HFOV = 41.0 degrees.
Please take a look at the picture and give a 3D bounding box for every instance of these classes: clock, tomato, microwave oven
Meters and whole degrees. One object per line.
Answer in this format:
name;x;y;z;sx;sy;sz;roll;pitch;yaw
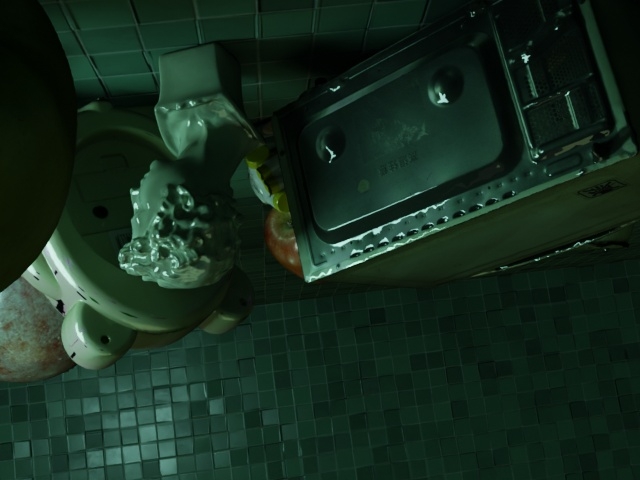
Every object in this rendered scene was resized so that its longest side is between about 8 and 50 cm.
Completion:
clock;-0.233;-0.014;1.031;0.284;0.309;0.114;-13;163;-39
tomato;-0.475;0.070;1.367;0.317;0.316;0.282;-11;150;16
microwave oven;0.196;-0.115;0.993;0.394;0.247;0.333;-23;161;34

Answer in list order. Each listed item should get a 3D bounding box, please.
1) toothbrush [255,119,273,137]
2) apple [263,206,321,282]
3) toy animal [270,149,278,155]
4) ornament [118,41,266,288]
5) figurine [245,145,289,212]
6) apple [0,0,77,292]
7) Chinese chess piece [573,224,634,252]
toothbrush;-0.050;-0.164;1.202;0.375;0.028;0.037;-14;173;30
apple;-0.007;-0.005;1.641;0.199;0.199;0.199;-7;169;-1
toy animal;-0.053;-0.117;1.375;0.070;0.083;0.159;19;156;2
ornament;-0.133;-0.082;0.955;0.130;0.285;0.120;4;160;22
figurine;-0.024;-0.120;1.252;0.178;0.109;0.129;-38;173;8
apple;-0.359;-0.080;0.650;0.358;0.357;0.357;-7;169;-1
Chinese chess piece;0.437;-0.048;1.688;0.350;0.146;0.349;-1;177;0
